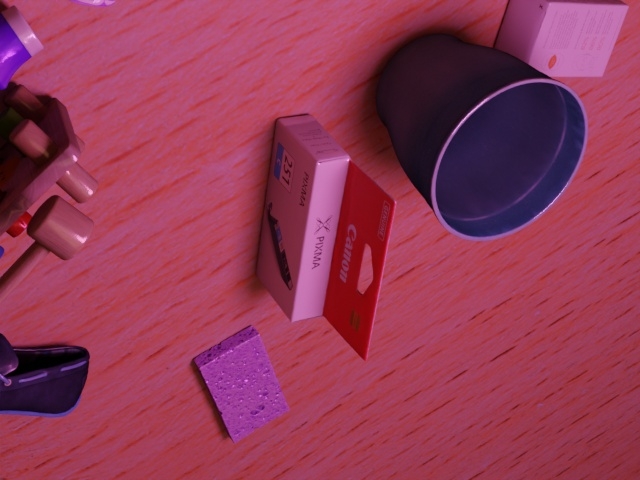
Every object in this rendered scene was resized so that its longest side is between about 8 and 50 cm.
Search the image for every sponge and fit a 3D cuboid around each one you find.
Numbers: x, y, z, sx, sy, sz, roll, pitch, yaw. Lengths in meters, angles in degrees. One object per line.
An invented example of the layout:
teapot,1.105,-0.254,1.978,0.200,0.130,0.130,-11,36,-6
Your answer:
sponge,-0.132,0.247,2.294,0.117,0.031,0.210,-29,134,-11

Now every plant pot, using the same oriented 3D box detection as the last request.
plant pot,0.219,-0.179,2.040,0.271,0.255,0.272,-18,130,-22

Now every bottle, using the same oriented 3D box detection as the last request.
bottle,-0.483,-0.191,1.689,0.283,0.092,0.118,-36,136,-5

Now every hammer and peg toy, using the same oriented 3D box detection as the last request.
hammer and peg toy,-0.406,-0.042,1.677,0.266,0.361,0.127,-43,115,4

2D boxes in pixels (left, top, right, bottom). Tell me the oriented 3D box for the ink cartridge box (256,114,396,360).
ink cartridge box,0.000,0.000,2.030,0.066,0.261,0.296,-11,128,-27

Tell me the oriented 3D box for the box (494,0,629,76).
box,0.383,-0.337,2.141,0.170,0.091,0.130,-3,125,-31

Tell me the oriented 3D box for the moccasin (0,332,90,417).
moccasin,-0.489,0.180,1.964,0.342,0.137,0.117,7,115,-52

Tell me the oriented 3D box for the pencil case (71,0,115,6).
pencil case,-0.274,-0.394,1.674,0.088,0.086,0.206,-10,129,-43
